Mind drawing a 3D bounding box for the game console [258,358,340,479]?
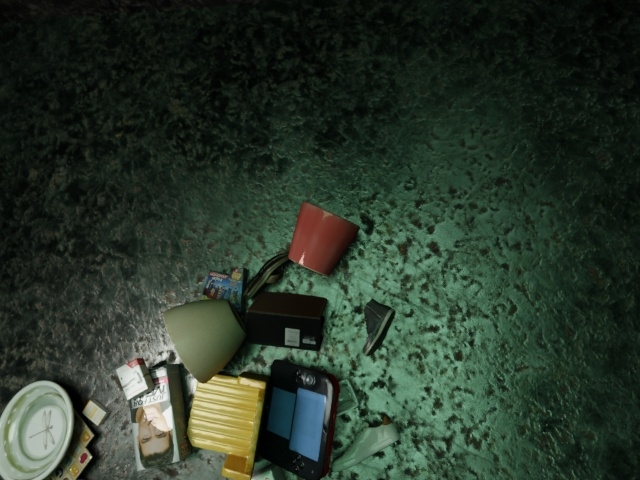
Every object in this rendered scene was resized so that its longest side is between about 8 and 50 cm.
[{"bbox_3d":[-0.091,0.682,1.646,0.341,0.060,0.387,3,79,36],"label":"game console"}]

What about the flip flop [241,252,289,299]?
[{"bbox_3d":[-0.226,0.159,1.862,0.080,0.112,0.277,47,75,-21],"label":"flip flop"}]

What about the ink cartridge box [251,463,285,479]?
[{"bbox_3d":[-0.265,1.017,1.638,0.282,0.117,0.208,-24,74,2],"label":"ink cartridge box"}]

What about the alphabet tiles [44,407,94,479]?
[{"bbox_3d":[-1.111,0.873,1.811,0.342,0.011,0.285,33,82,26],"label":"alphabet tiles"}]

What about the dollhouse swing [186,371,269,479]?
[{"bbox_3d":[-0.379,0.692,1.663,0.304,0.315,0.348,10,78,-2],"label":"dollhouse swing"}]

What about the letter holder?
[{"bbox_3d":[-0.133,0.328,1.791,0.301,0.214,0.152,5,109,8],"label":"letter holder"}]

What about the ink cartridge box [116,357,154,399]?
[{"bbox_3d":[-0.752,0.562,1.735,0.099,0.056,0.135,-30,73,-2],"label":"ink cartridge box"}]

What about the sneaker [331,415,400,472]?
[{"bbox_3d":[0.157,0.782,1.655,0.289,0.106,0.123,-26,67,-9],"label":"sneaker"}]

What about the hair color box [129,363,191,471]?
[{"bbox_3d":[-0.671,0.723,1.770,0.185,0.113,0.375,-16,75,4],"label":"hair color box"}]

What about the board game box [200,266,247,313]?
[{"bbox_3d":[-0.406,0.203,1.891,0.194,0.060,0.194,14,78,11],"label":"board game box"}]

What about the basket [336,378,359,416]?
[{"bbox_3d":[0.061,0.632,1.697,0.167,0.103,0.114,-25,74,0],"label":"basket"}]

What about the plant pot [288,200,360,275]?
[{"bbox_3d":[0.000,0.000,1.795,0.274,0.275,0.244,24,91,13],"label":"plant pot"}]

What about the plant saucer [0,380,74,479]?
[{"bbox_3d":[-1.177,0.803,1.798,0.399,0.100,0.401,-6,67,15],"label":"plant saucer"}]

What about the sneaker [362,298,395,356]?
[{"bbox_3d":[0.212,0.360,1.769,0.118,0.083,0.222,28,88,32],"label":"sneaker"}]

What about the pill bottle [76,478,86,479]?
[{"bbox_3d":[-0.964,1.029,1.758,0.120,0.067,0.067,8,77,10],"label":"pill bottle"}]

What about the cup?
[{"bbox_3d":[-0.442,0.369,1.732,0.236,0.331,0.331,-30,74,-9],"label":"cup"}]

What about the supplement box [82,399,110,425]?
[{"bbox_3d":[-0.969,0.743,1.845,0.098,0.036,0.062,30,82,14],"label":"supplement box"}]
